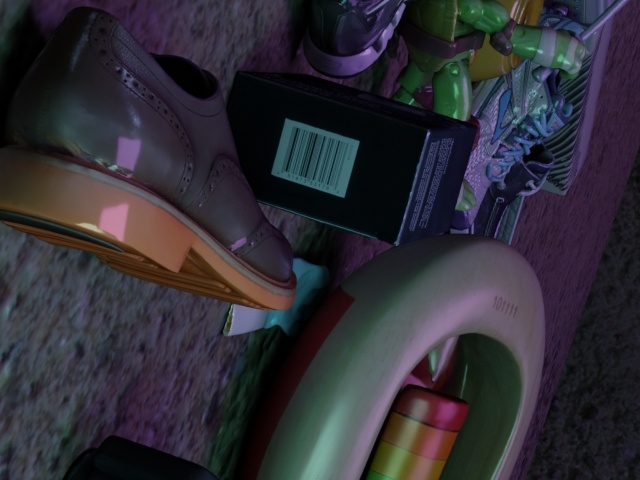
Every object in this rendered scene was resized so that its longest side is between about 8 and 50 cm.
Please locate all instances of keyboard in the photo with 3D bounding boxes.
[{"bbox_3d":[0.234,-0.021,2.137,0.072,0.014,0.256,-117,-151,-46],"label":"keyboard"}]

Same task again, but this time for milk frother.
[{"bbox_3d":[-0.131,0.222,1.121,0.129,0.134,0.143,81,33,-58],"label":"milk frother"}]

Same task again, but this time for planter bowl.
[{"bbox_3d":[0.173,-0.235,1.661,0.217,0.090,0.217,20,90,-73],"label":"planter bowl"}]

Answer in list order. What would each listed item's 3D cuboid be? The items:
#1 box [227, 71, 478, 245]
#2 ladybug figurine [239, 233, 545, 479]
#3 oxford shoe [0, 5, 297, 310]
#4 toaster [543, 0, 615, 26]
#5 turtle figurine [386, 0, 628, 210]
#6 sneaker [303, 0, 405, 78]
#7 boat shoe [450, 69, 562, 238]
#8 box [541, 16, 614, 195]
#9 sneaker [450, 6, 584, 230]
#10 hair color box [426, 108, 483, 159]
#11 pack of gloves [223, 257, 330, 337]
[{"bbox_3d":[0.021,-0.066,1.244,0.158,0.156,0.093,-13,120,-71],"label":"box"},{"bbox_3d":[0.050,0.193,1.539,0.305,0.162,0.449,26,89,-47],"label":"ladybug figurine"},{"bbox_3d":[-0.081,-0.038,1.008,0.363,0.130,0.133,37,67,-73],"label":"oxford shoe"},{"bbox_3d":[0.317,-0.375,1.902,0.227,0.129,0.146,-62,160,-21],"label":"toaster"},{"bbox_3d":[0.159,-0.176,1.486,0.274,0.198,0.266,-32,146,-52],"label":"turtle figurine"},{"bbox_3d":[0.055,-0.244,1.288,0.234,0.078,0.106,-61,164,-23],"label":"sneaker"},{"bbox_3d":[0.236,-0.098,1.999,0.108,0.102,0.301,-41,146,-60],"label":"boat shoe"},{"bbox_3d":[0.296,-0.197,2.072,0.094,0.113,0.275,-55,156,-40],"label":"box"},{"bbox_3d":[0.217,-0.140,1.854,0.110,0.122,0.283,16,93,-73],"label":"sneaker"},{"bbox_3d":[0.118,-0.095,1.710,0.167,0.053,0.093,-6,115,-74],"label":"hair color box"},{"bbox_3d":[0.000,0.000,1.452,0.232,0.046,0.195,12,96,-74],"label":"pack of gloves"}]
